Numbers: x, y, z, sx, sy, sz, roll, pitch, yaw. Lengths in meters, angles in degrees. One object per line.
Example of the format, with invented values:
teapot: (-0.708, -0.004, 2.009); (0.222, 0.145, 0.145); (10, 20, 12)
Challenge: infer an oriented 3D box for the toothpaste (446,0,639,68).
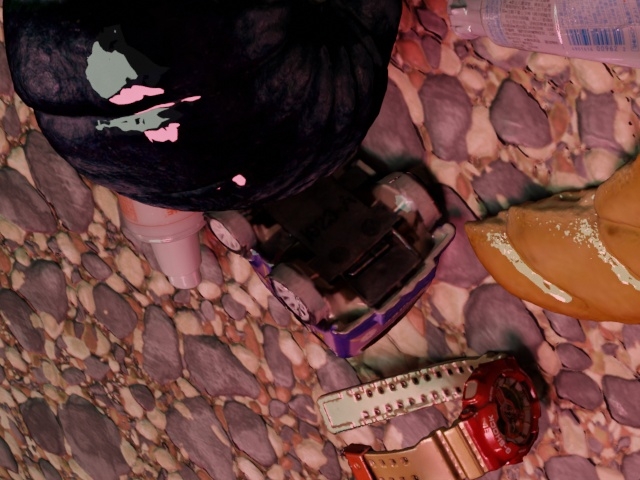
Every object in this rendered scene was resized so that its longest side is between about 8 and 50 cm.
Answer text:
toothpaste: (0.194, -0.174, 1.259); (0.234, 0.057, 0.089); (15, 130, 51)

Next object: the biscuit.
biscuit: (0.251, 0.008, 1.399); (0.154, 0.045, 0.299); (54, 146, -7)

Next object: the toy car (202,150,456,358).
toy car: (0.000, 0.000, 1.579); (0.235, 0.172, 0.158); (41, 159, 21)

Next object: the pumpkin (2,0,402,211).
pumpkin: (-0.093, -0.198, 1.317); (0.266, 0.363, 0.363); (2, 124, 31)

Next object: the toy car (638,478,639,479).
toy car: (0.340, 0.224, 1.475); (0.080, 0.070, 0.170); (42, 143, 12)

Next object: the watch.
watch: (0.089, 0.186, 1.621); (0.268, 0.165, 0.102); (-18, 109, 31)

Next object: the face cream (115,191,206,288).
face cream: (-0.171, -0.050, 1.769); (0.101, 0.101, 0.251); (20, 135, 37)
